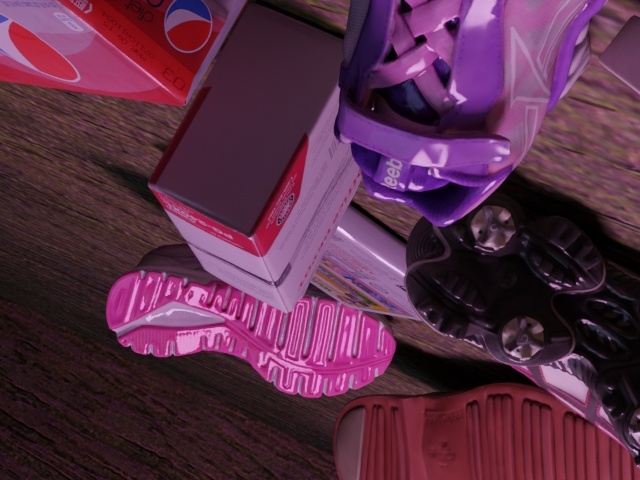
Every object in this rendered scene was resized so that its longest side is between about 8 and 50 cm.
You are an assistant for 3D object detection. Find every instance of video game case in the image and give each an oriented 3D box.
[{"bbox_3d":[0.000,0.000,1.027,0.212,0.023,0.193,34,166,-27],"label":"video game case"}]

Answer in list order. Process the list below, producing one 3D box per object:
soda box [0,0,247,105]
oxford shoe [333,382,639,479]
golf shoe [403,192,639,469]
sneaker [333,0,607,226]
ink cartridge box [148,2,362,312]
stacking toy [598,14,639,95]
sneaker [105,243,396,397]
[{"bbox_3d":[-0.148,-0.132,0.683,0.263,0.083,0.092,12,160,50],"label":"soda box"},{"bbox_3d":[0.183,0.185,1.218,0.146,0.141,0.397,-1,-177,-38],"label":"oxford shoe"},{"bbox_3d":[0.170,0.059,0.774,0.273,0.105,0.120,35,-177,-3],"label":"golf shoe"},{"bbox_3d":[0.045,-0.071,0.464,0.095,0.105,0.236,27,166,13],"label":"sneaker"},{"bbox_3d":[-0.026,-0.038,0.730,0.063,0.109,0.150,25,167,12],"label":"ink cartridge box"},{"bbox_3d":[0.245,-0.007,0.403,0.309,0.130,0.279,35,-168,-17],"label":"stacking toy"},{"bbox_3d":[-0.055,0.054,1.212,0.252,0.103,0.111,17,-153,-8],"label":"sneaker"}]
